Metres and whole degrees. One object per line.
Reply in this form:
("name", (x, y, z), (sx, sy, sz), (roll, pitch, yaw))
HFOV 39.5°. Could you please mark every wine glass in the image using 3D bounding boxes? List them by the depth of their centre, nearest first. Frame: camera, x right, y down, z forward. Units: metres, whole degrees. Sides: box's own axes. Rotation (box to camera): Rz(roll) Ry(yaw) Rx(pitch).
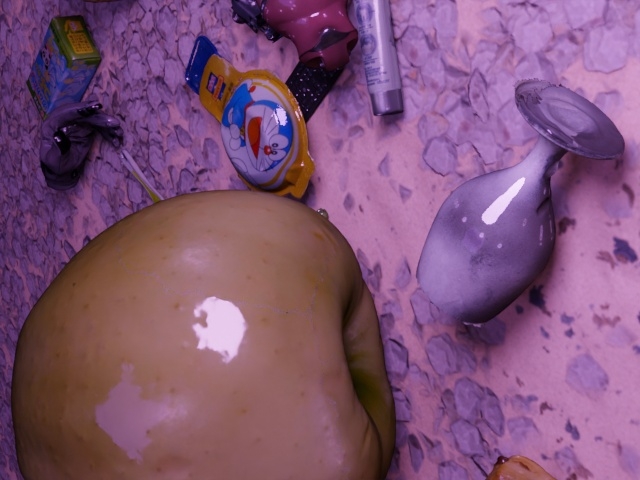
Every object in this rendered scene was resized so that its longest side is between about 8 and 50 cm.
("wine glass", (0.190, -0.032, 0.890), (0.126, 0.126, 0.241), (50, 133, 26))

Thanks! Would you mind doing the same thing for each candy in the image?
("candy", (-0.466, -0.307, 1.609), (0.194, 0.062, 0.097), (-44, 69, 48))

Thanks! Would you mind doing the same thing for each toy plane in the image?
("toy plane", (-0.079, -0.296, 1.156), (0.188, 0.062, 0.135), (57, 169, 22))

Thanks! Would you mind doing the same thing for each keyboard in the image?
("keyboard", (-0.032, -0.186, 1.184), (0.063, 0.010, 0.198), (58, 138, 17))

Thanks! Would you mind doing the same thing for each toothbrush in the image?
("toothbrush", (-0.276, -0.065, 1.493), (0.263, 0.026, 0.022), (50, 128, 26))

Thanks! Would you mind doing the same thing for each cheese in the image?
("cheese", (-0.098, -0.165, 1.201), (0.270, 0.069, 0.177), (49, 135, 23))

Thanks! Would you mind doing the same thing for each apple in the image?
("apple", (-0.134, 0.171, 1.059), (0.474, 0.474, 0.473), (19, 116, 45))

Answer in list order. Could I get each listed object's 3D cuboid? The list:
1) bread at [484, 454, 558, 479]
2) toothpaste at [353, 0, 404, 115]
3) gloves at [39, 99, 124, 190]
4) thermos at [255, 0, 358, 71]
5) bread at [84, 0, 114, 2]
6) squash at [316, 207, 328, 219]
("bread", (0.249, 0.375, 0.976), (0.235, 0.099, 0.210), (47, 131, 37))
("toothpaste", (0.061, -0.264, 1.030), (0.062, 0.039, 0.239), (-4, 97, 53))
("gloves", (-0.441, -0.172, 1.576), (0.119, 0.142, 0.285), (48, 140, -12))
("thermos", (-0.051, -0.337, 1.067), (0.330, 0.109, 0.136), (65, 149, 16))
("bread", (-0.326, -0.481, 1.302), (0.246, 0.176, 0.195), (-32, 79, 49))
("squash", (-0.001, 0.000, 1.198), (0.027, 0.027, 0.089), (13, 110, 47))
